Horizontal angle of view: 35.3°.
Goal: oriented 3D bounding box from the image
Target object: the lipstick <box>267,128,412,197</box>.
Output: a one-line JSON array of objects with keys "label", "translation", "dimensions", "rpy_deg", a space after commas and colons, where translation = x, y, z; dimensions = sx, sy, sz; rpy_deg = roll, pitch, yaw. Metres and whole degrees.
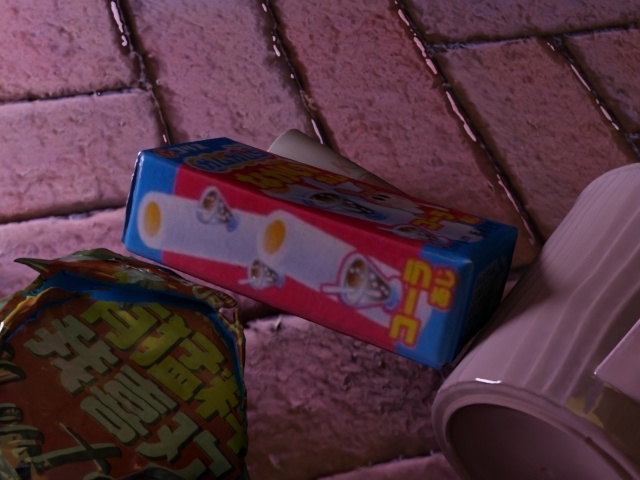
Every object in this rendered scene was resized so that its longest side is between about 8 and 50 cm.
[{"label": "lipstick", "translation": [0.059, -0.020, 0.977], "dimensions": [0.254, 0.070, 0.070], "rpy_deg": [33, 54, 19]}]

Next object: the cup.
[{"label": "cup", "translation": [0.257, 0.087, 0.785], "dimensions": [0.208, 0.288, 0.273], "rpy_deg": [51, 59, -12]}]

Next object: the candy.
[{"label": "candy", "translation": [0.000, -0.001, 0.871], "dimensions": [0.306, 0.100, 0.157], "rpy_deg": [18, 18, 20]}]

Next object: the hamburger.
[{"label": "hamburger", "translation": [-0.188, 0.137, 0.789], "dimensions": [0.276, 0.150, 0.260], "rpy_deg": [-10, 68, -34]}]
